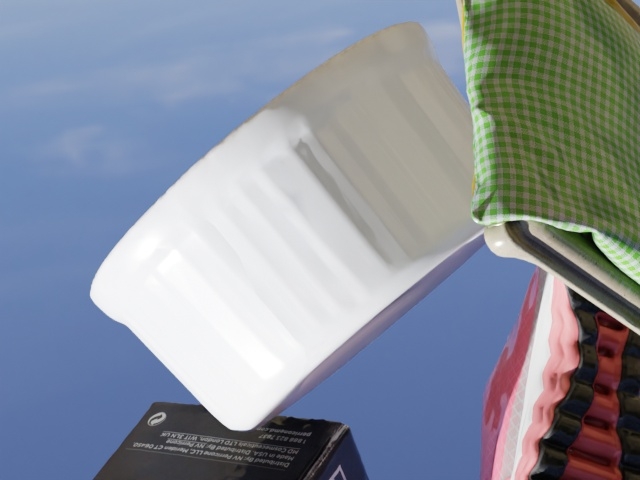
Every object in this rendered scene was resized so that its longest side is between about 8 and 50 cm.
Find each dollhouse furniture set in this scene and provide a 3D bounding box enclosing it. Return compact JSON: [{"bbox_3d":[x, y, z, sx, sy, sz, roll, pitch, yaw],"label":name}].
[{"bbox_3d":[0.208,-0.050,0.857,0.151,0.198,0.301,-31,137,29],"label":"dollhouse furniture set"}]

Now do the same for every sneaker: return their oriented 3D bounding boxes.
[{"bbox_3d":[0.158,0.068,1.181,0.116,0.314,0.136,23,164,-23],"label":"sneaker"}]

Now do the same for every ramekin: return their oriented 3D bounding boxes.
[{"bbox_3d":[0.000,0.000,1.154,0.277,0.135,0.277,-39,174,-5],"label":"ramekin"}]

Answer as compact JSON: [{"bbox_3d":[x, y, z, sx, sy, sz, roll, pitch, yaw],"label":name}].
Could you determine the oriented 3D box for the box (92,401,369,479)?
[{"bbox_3d":[-0.079,0.318,1.231,0.182,0.296,0.294,3,-143,32],"label":"box"}]
